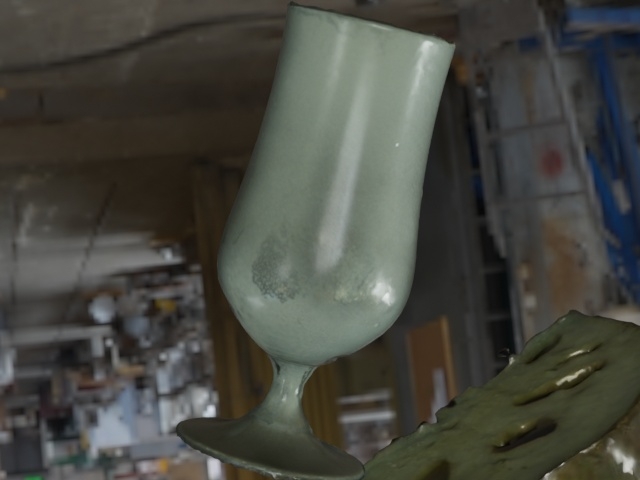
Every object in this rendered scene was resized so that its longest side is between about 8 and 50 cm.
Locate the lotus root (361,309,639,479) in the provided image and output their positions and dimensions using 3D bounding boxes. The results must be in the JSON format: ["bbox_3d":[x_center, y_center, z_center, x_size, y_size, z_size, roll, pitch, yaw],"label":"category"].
[{"bbox_3d":[0.138,0.223,0.892,0.267,0.260,0.149,-32,-159,-26],"label":"lotus root"}]

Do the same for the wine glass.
[{"bbox_3d":[0.000,0.000,0.787,0.103,0.231,0.103,12,-176,-1],"label":"wine glass"}]
